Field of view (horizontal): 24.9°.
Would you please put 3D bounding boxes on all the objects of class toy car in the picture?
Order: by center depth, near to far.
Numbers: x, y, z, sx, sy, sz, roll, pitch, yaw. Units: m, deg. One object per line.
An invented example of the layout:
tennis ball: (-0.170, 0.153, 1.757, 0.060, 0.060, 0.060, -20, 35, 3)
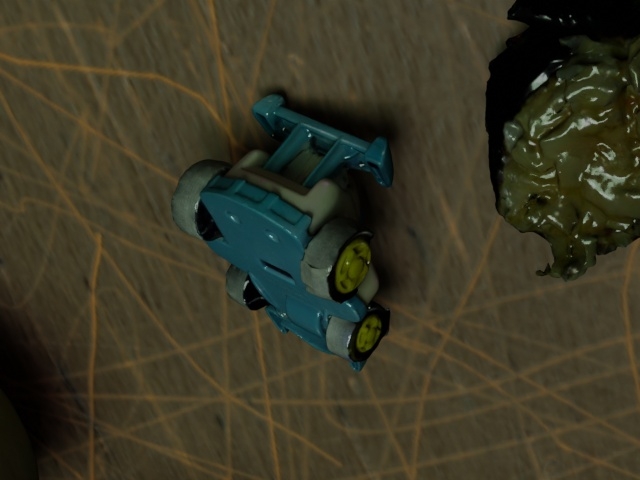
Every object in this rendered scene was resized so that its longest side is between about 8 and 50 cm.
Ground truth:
toy car: (0.000, 0.000, 0.878, 0.126, 0.098, 0.161, 26, 159, 34)

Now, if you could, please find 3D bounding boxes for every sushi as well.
sushi: (0.177, -0.083, 0.743, 0.213, 0.115, 0.147, -21, 112, 28)

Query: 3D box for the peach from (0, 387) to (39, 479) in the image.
peach: (-0.337, 0.177, 0.992, 0.292, 0.247, 0.292, 21, 144, 16)
